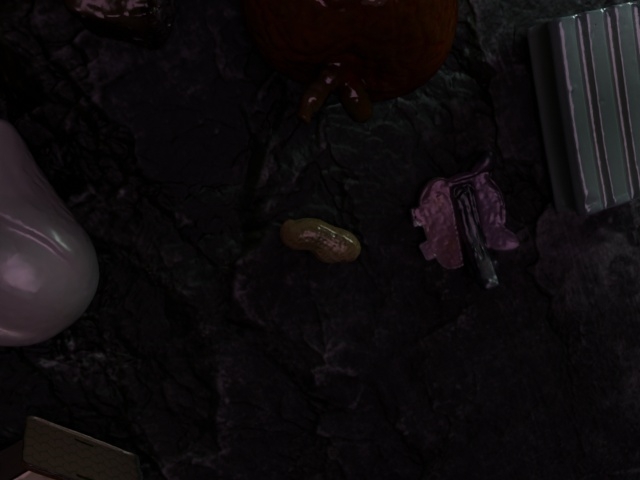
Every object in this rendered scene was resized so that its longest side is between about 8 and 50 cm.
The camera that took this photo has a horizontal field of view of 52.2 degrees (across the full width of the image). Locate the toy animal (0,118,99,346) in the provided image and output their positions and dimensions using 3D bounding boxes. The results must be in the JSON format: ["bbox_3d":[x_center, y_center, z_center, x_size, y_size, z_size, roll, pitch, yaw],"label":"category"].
[{"bbox_3d":[-0.388,-0.016,0.723,0.289,0.174,0.249,11,98,-13],"label":"toy animal"}]

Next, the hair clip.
[{"bbox_3d":[0.206,-0.017,0.920,0.146,0.056,0.187,-21,94,-7],"label":"hair clip"}]

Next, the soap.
[{"bbox_3d":[0.391,-0.182,0.907,0.160,0.087,0.265,-16,102,-9],"label":"soap"}]

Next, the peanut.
[{"bbox_3d":[0.000,0.000,0.874,0.113,0.054,0.054,18,95,-12],"label":"peanut"}]

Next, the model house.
[{"bbox_3d":[-0.338,0.347,0.812,0.244,0.169,0.326,-28,106,-14],"label":"model house"}]

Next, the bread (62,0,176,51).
[{"bbox_3d":[-0.175,-0.427,0.705,0.113,0.165,0.416,13,97,-13],"label":"bread"}]

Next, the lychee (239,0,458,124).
[{"bbox_3d":[0.035,-0.265,0.738,0.255,0.255,0.300,8,66,-13],"label":"lychee"}]
